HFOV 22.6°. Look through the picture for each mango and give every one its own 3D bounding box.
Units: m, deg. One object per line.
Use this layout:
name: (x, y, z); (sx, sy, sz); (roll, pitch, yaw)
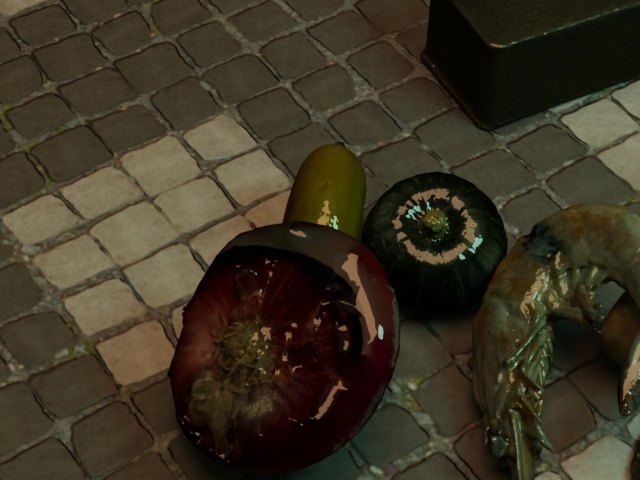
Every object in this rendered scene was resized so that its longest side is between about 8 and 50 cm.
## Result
mango: (0.001, -0.006, 1.824); (0.091, 0.137, 0.237); (9, 48, -3)

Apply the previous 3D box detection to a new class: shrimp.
shrimp: (0.265, 0.114, 1.685); (0.247, 0.085, 0.360); (-4, 57, 37)

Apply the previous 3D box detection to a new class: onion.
onion: (-0.024, 0.119, 1.686); (0.272, 0.195, 0.272); (-13, 63, 26)

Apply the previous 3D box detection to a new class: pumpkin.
pumpkin: (0.131, 0.000, 1.823); (0.167, 0.125, 0.167); (7, 44, -6)

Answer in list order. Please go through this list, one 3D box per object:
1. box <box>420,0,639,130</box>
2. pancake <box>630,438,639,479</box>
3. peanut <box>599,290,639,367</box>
box: (0.286, -0.284, 2.069); (0.273, 0.143, 0.184); (-19, 50, -17)
pancake: (0.418, 0.239, 1.663); (0.190, 0.020, 0.184); (-4, 47, 0)
peanut: (0.414, 0.089, 1.729); (0.224, 0.129, 0.129); (-2, 47, 7)
